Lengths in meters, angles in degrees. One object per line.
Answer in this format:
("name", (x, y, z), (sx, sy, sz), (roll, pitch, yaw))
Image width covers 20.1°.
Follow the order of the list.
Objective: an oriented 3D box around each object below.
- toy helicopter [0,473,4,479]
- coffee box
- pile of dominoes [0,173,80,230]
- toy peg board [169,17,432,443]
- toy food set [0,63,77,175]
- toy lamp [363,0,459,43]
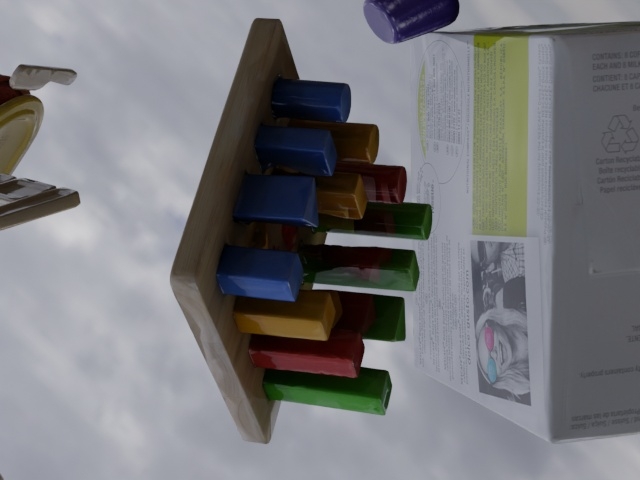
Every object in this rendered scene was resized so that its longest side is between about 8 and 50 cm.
("toy helicopter", (-0.292, 0.332, 1.274), (0.140, 0.355, 0.235), (15, 168, 17))
("coffee box", (0.291, -0.031, 1.639), (0.338, 0.338, 0.334), (-4, -172, -17))
("pile of dominoes", (-0.287, 0.014, 1.060), (0.196, 0.251, 0.040), (14, 119, 58))
("toy peg board", (0.000, 0.000, 0.914), (0.160, 0.079, 0.161), (72, -153, -54))
("toy food set", (-0.303, -0.085, 1.518), (0.071, 0.218, 0.128), (41, -161, 9))
("toy lamp", (0.156, -0.272, 1.658), (0.080, 0.275, 0.080), (46, 161, 20))
